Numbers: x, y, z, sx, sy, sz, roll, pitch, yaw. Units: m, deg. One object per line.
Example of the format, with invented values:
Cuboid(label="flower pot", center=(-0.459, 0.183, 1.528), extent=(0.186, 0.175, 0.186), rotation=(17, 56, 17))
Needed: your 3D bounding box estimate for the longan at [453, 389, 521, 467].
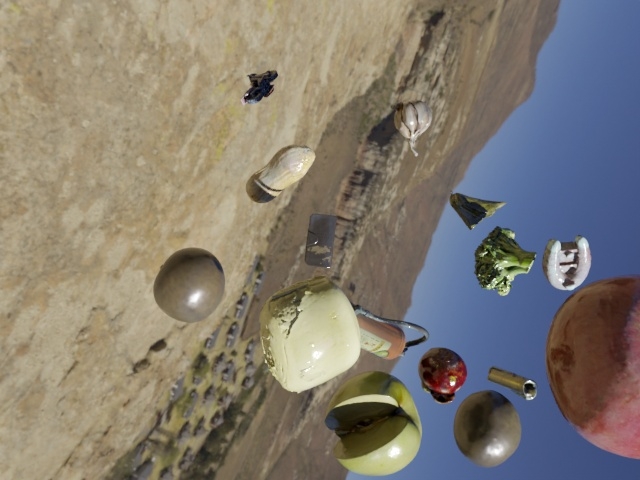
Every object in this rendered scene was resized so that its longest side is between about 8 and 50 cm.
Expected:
Cuboid(label="longan", center=(0.547, 0.620, 1.586), extent=(0.248, 0.249, 0.248), rotation=(19, 90, -83))

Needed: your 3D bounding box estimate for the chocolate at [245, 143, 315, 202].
Cuboid(label="chocolate", center=(-0.155, -0.250, 1.775), extent=(0.309, 0.134, 0.134), rotation=(-33, -172, 22))

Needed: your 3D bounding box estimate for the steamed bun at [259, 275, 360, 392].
Cuboid(label="steamed bun", center=(-0.020, 0.240, 1.168), extent=(0.232, 0.166, 0.272), rotation=(-18, 104, -32))

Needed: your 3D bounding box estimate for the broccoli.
Cuboid(label="broccoli", center=(0.779, 0.086, 2.002), extent=(0.248, 0.246, 0.287), rotation=(15, 90, -50))

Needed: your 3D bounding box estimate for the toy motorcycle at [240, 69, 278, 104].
Cuboid(label="toy motorcycle", center=(-0.245, -0.588, 1.849), extent=(0.212, 0.118, 0.084), rotation=(-66, 147, -36))

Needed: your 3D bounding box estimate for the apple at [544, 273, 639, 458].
Cuboid(label="apple", center=(0.603, 0.247, 0.941), extent=(0.269, 0.345, 0.344), rotation=(99, 13, -59))

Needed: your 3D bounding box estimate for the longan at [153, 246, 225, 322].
Cuboid(label="longan", center=(-0.511, 0.169, 1.885), extent=(0.297, 0.298, 0.296), rotation=(19, 90, -83))

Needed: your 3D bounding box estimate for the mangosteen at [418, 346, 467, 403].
Cuboid(label="mangosteen", center=(0.369, 0.424, 1.506), extent=(0.156, 0.146, 0.181), rotation=(-46, 165, -50))

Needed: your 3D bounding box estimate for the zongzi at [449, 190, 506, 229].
Cuboid(label="zongzi", center=(0.711, -0.178, 2.184), extent=(0.205, 0.205, 0.094), rotation=(-32, -152, 26))

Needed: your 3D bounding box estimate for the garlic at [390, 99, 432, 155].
Cuboid(label="garlic", center=(0.312, -0.385, 1.623), extent=(0.131, 0.127, 0.193), rotation=(2, 83, -43))

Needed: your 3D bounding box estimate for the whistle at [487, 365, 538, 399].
Cuboid(label="whistle", center=(0.678, 0.503, 1.723), extent=(0.068, 0.057, 0.326), rotation=(-48, 178, -6))

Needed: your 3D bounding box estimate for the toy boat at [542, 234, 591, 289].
Cuboid(label="toy boat", center=(0.859, 0.088, 1.667), extent=(0.085, 0.155, 0.227), rotation=(-86, 163, -51))

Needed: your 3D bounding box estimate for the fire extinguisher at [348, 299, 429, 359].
Cuboid(label="fire extinguisher", center=(0.177, 0.281, 1.436), extent=(0.200, 0.376, 0.113), rotation=(-4, -119, 49))

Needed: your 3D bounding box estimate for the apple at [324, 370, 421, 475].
Cuboid(label="apple", center=(0.153, 0.538, 1.412), extent=(0.254, 0.291, 0.292), rotation=(-33, -170, 25))

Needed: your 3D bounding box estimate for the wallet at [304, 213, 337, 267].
Cuboid(label="wallet", center=(0.000, 0.000, 1.382), extent=(0.018, 0.082, 0.156), rotation=(88, 10, -83))
